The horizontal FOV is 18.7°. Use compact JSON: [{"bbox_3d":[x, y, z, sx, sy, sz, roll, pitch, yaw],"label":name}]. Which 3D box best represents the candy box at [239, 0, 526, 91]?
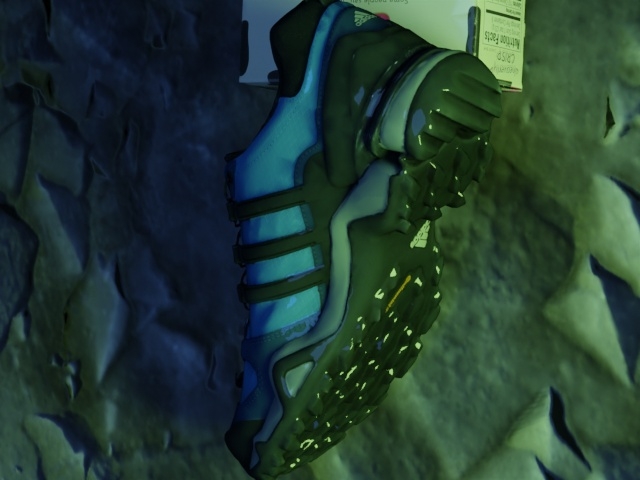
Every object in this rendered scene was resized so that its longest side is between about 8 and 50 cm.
[{"bbox_3d":[0.040,-0.203,1.135,0.159,0.071,0.233,4,91,32],"label":"candy box"}]

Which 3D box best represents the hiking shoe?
[{"bbox_3d":[0.000,0.000,1.113,0.132,0.113,0.304,37,123,25],"label":"hiking shoe"}]
